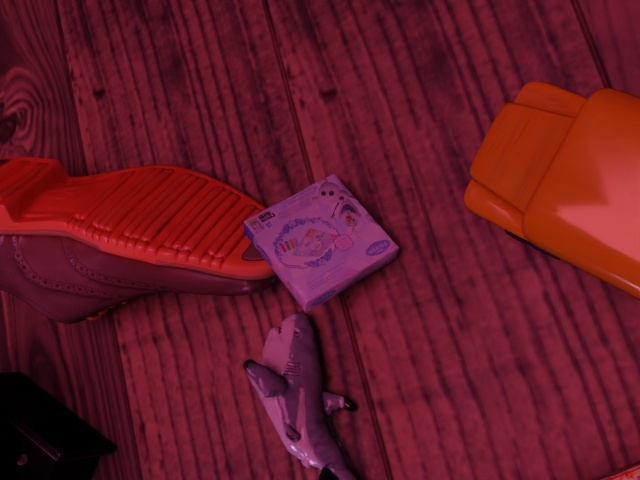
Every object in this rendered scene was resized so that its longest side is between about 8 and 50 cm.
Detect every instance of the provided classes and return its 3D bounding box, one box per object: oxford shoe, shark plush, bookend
[{"bbox_3d":[-0.190,0.010,0.750,0.364,0.130,0.132,10,124,23],"label":"oxford shoe"},{"bbox_3d":[-0.004,0.137,0.643,0.067,0.073,0.161,-28,61,-8],"label":"shark plush"},{"bbox_3d":[-0.302,0.232,0.787,0.156,0.072,0.157,27,97,30],"label":"bookend"}]

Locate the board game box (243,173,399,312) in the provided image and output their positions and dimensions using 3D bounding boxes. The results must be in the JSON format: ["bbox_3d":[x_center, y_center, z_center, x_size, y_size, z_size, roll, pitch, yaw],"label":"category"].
[{"bbox_3d":[0.000,0.000,0.648,0.090,0.020,0.090,-29,62,-20],"label":"board game box"}]

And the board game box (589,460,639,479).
[{"bbox_3d":[0.226,0.195,0.468,0.193,0.045,0.146,-41,64,41],"label":"board game box"}]

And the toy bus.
[{"bbox_3d":[0.238,0.004,0.475,0.333,0.130,0.108,32,99,29],"label":"toy bus"}]
